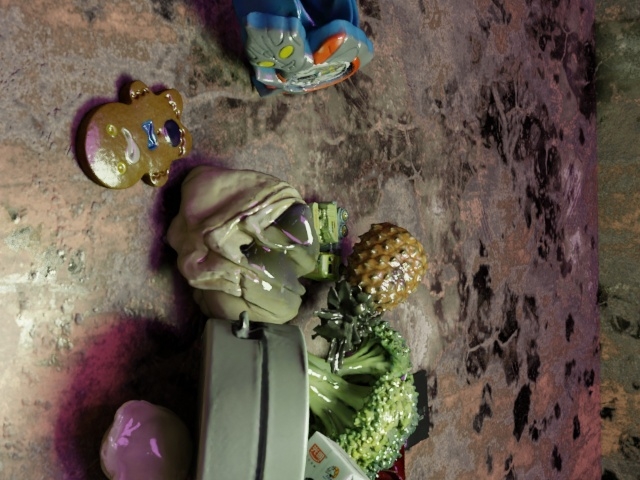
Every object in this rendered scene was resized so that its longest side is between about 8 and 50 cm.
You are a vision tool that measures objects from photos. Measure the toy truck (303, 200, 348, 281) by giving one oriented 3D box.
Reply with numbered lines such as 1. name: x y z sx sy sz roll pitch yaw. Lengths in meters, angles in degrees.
1. toy truck: 0.000 0.000 1.795 0.100 0.077 0.168 8 85 -57

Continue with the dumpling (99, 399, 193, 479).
1. dumpling: -0.278 0.344 1.369 0.250 0.132 0.162 74 28 -51

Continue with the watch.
1. watch: -0.066 -0.429 1.603 0.305 0.241 0.274 6 69 -56

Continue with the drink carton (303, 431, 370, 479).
1. drink carton: -0.054 0.510 1.563 0.315 0.130 0.106 -47 136 -2

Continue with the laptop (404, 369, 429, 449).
1. laptop: 0.239 0.426 2.187 0.129 0.016 0.180 -9 97 -55

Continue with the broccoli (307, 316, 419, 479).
1. broccoli: 0.078 0.320 1.762 0.302 0.249 0.375 51 56 -45

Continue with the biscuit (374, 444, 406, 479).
1. biscuit: 0.138 0.479 1.931 0.063 0.151 0.235 -16 105 -49

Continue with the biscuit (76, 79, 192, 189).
1. biscuit: -0.298 -0.167 1.413 0.236 0.039 0.179 -35 119 -47

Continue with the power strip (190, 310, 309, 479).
1. power strip: -0.118 0.288 1.402 0.357 0.161 0.357 -175 -90 -81

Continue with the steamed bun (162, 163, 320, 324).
1. steamed bun: -0.116 0.018 1.527 0.275 0.206 0.320 -57 137 -39

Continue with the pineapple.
1. pineapple: 0.081 0.118 1.743 0.340 0.169 0.169 -52 130 -30
